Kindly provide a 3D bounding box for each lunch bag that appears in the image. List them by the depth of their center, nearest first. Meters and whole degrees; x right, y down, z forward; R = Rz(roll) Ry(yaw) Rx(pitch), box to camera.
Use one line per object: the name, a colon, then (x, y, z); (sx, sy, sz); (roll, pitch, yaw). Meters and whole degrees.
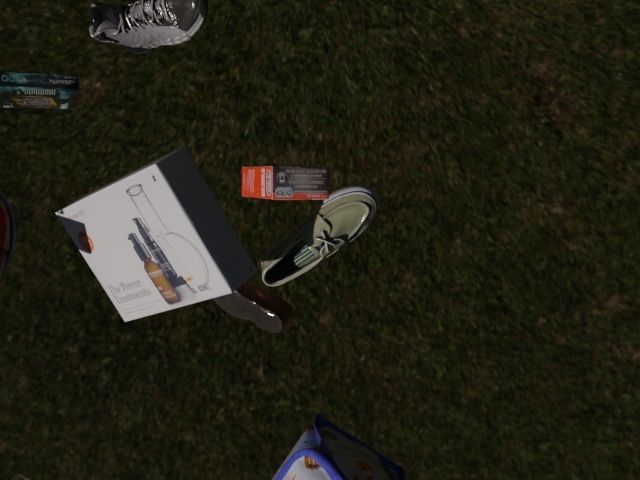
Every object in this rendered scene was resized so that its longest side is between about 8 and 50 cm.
lunch bag: (-0.011, 0.494, 1.321); (0.239, 0.385, 0.327); (31, 92, -5)

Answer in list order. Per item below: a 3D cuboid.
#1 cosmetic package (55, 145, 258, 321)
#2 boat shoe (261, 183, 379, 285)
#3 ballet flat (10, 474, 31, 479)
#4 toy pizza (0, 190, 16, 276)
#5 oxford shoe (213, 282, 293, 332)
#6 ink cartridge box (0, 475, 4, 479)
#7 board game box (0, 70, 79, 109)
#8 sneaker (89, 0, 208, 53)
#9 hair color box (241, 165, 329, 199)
cosmetic package: (-0.340, 0.000, 1.674); (0.377, 0.097, 0.284); (-18, 105, 43)
boat shoe: (0.000, 0.000, 1.709); (0.302, 0.094, 0.109); (-38, 112, 22)
ballet flat: (-0.476, 0.372, 1.221); (0.203, 0.074, 0.074); (31, 110, -25)
toy pizza: (-0.454, 0.011, 0.985); (0.201, 0.032, 0.201); (-29, 133, -36)
oxford shoe: (-0.155, 0.123, 1.771); (0.212, 0.076, 0.076); (28, 130, 15)
ink cartridge box: (-0.393, 0.252, 0.696); (0.093, 0.219, 0.160); (34, 84, 27)
board game box: (-0.466, -0.245, 1.363); (0.126, 0.186, 0.026); (-1, 89, -20)
sneaker: (-0.286, -0.348, 1.297); (0.229, 0.132, 0.086); (-12, 85, 45)
hair color box: (-0.058, -0.091, 1.295); (0.093, 0.167, 0.053); (-1, 94, -20)
